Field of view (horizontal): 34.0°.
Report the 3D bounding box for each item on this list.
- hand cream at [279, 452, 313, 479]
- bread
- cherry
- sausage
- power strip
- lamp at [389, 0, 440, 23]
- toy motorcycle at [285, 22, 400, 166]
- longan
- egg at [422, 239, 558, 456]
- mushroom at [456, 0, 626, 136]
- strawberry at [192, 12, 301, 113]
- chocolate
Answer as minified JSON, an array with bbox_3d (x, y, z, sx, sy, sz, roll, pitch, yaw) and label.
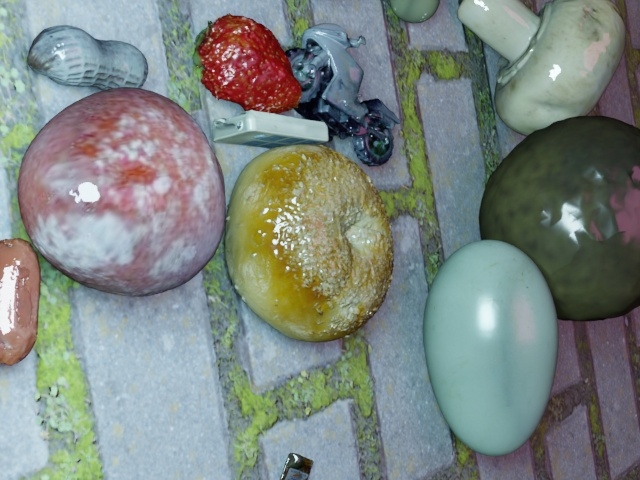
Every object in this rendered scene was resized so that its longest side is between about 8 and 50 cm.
[{"bbox_3d":[-0.038,0.388,1.489,0.062,0.039,0.163,30,55,-43],"label":"hand cream"},{"bbox_3d":[0.000,0.000,1.505,0.305,0.159,0.305,15,70,-49],"label":"bread"},{"bbox_3d":[-0.217,-0.052,1.193,0.236,0.213,0.285,54,36,8],"label":"cherry"},{"bbox_3d":[-0.339,0.063,1.123,0.076,0.076,0.141,20,69,-49],"label":"sausage"},{"bbox_3d":[-0.070,-0.157,1.505,0.192,0.081,0.035,0,84,-52],"label":"power strip"},{"bbox_3d":[0.133,-0.438,1.830,0.163,0.091,0.091,12,74,-34],"label":"lamp"},{"bbox_3d":[0.035,-0.236,1.641,0.270,0.106,0.159,35,63,-39],"label":"toy motorcycle"},{"bbox_3d":[0.488,-0.037,1.949,0.391,0.391,0.391,13,73,-51],"label":"longan"},{"bbox_3d":[0.291,0.184,1.791,0.230,0.230,0.371,-8,96,-53],"label":"egg"},{"bbox_3d":[0.420,-0.386,2.077,0.336,0.314,0.314,37,49,-5],"label":"mushroom"},{"bbox_3d":[-0.092,-0.242,1.467,0.187,0.082,0.146,32,61,-28],"label":"strawberry"},{"bbox_3d":[-0.277,-0.215,1.259,0.167,0.072,0.072,7,78,-52],"label":"chocolate"}]
